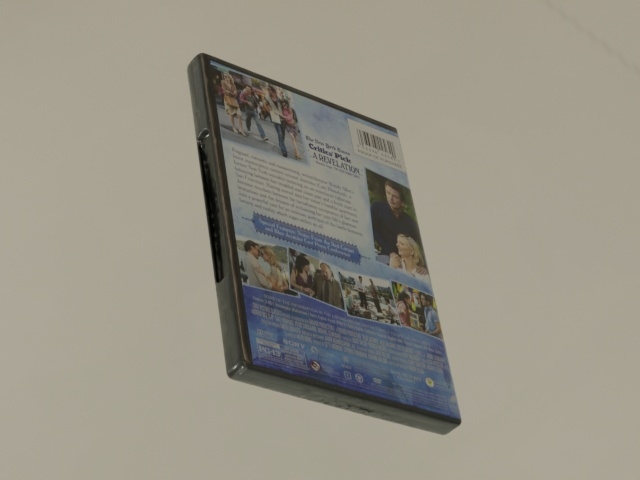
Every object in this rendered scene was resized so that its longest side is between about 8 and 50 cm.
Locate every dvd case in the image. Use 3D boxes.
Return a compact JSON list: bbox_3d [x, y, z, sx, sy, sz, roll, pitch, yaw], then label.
[{"bbox_3d":[0.000,0.000,1.097,0.022,0.180,0.253,-41,45,37],"label":"dvd case"}]
